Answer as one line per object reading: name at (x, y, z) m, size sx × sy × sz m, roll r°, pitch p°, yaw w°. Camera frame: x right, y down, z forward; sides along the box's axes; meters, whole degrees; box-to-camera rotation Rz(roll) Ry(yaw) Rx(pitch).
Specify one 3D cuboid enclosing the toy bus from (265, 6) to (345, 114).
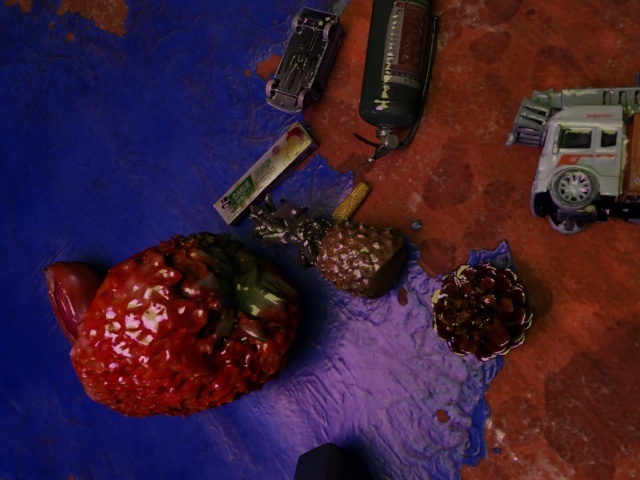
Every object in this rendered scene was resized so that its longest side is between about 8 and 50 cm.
toy bus at (-0.021, -0.281, 0.975) m, size 0.073 × 0.076 × 0.167 m, roll 24°, pitch 93°, yaw 22°

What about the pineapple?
pineapple at (0.000, 0.000, 0.918) m, size 0.251 × 0.125 × 0.125 m, roll 22°, pitch 94°, yaw 25°

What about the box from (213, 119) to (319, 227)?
box at (-0.092, -0.108, 1.009) m, size 0.207 × 0.041 × 0.050 m, roll -43°, pitch 74°, yaw 15°

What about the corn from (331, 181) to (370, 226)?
corn at (0.046, -0.056, 0.951) m, size 0.027 × 0.028 × 0.083 m, roll 39°, pitch 101°, yaw 0°

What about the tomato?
tomato at (-0.433, 0.112, 1.111) m, size 0.189 × 0.099 × 0.173 m, roll -20°, pitch 93°, yaw 60°

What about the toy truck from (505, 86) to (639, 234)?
toy truck at (0.405, -0.103, 0.749) m, size 0.339 × 0.133 × 0.184 m, roll 5°, pitch 77°, yaw 21°

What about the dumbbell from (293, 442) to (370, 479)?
dumbbell at (-0.075, 0.426, 0.898) m, size 0.325 × 0.160 × 0.144 m, roll -29°, pitch 103°, yaw 18°

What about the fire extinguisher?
fire extinguisher at (0.111, -0.249, 0.907) m, size 0.093 × 0.118 × 0.294 m, roll 4°, pitch 86°, yaw 59°

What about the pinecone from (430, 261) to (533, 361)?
pinecone at (0.211, 0.094, 0.817) m, size 0.140 × 0.121 × 0.140 m, roll -7°, pitch 76°, yaw 28°

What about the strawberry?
strawberry at (-0.220, 0.146, 0.921) m, size 0.351 × 0.312 × 0.267 m, roll -49°, pitch 47°, yaw 31°
